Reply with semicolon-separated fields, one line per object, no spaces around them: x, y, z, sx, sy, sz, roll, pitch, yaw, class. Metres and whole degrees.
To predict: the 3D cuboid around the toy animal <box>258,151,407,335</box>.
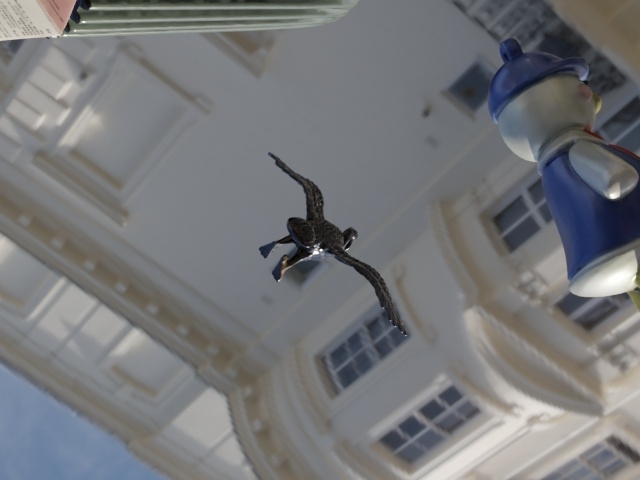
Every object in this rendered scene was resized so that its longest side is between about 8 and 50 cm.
0.000;0.000;0.951;0.108;0.062;0.220;-10;-122;-44;toy animal

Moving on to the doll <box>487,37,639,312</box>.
0.112;-0.028;0.453;0.143;0.057;0.099;63;179;19;doll

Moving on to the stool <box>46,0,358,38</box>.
-0.127;-0.351;1.077;0.330;0.297;0.297;-7;-121;-37;stool

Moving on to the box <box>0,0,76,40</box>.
-0.261;-0.215;0.832;0.125;0.089;0.043;64;-147;-50;box
